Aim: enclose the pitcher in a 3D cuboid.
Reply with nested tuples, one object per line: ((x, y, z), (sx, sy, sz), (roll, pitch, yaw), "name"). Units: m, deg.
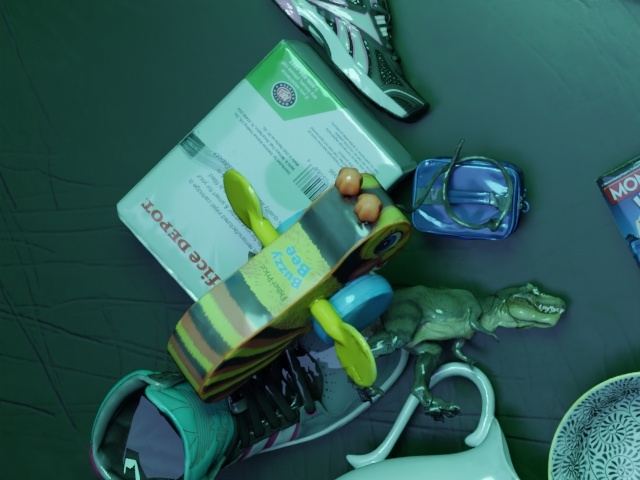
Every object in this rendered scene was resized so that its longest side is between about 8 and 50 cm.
((0.076, 0.213, 1.684), (0.207, 0.125, 0.177), (-25, 68, 4), "pitcher")

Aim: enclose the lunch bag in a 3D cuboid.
((0.126, -0.034, 1.665), (0.098, 0.065, 0.067), (4, 97, 14), "lunch bag")

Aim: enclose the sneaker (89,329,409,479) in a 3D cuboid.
((-0.074, 0.138, 1.671), (0.295, 0.178, 0.124), (-26, 89, 14), "sneaker")

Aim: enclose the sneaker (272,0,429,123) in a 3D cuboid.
((0.034, -0.178, 1.674), (0.077, 0.072, 0.178), (-43, 91, 3), "sneaker")

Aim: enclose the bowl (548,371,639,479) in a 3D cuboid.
((0.276, 0.185, 1.642), (0.170, 0.080, 0.170), (1, 95, 13), "bowl")

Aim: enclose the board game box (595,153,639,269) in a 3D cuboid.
((0.333, -0.051, 1.616), (0.194, 0.060, 0.194), (-26, 88, 15), "board game box")

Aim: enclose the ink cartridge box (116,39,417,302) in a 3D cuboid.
((-0.046, -0.046, 1.693), (0.208, 0.087, 0.153), (-42, 86, 13), "ink cartridge box")

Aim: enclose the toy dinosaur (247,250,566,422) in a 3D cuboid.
((0.068, 0.081, 1.648), (0.268, 0.064, 0.118), (6, 65, -12), "toy dinosaur")

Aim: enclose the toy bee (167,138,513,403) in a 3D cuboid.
((0.000, 0.000, 1.545), (0.195, 0.162, 0.298), (31, 78, 16), "toy bee")
